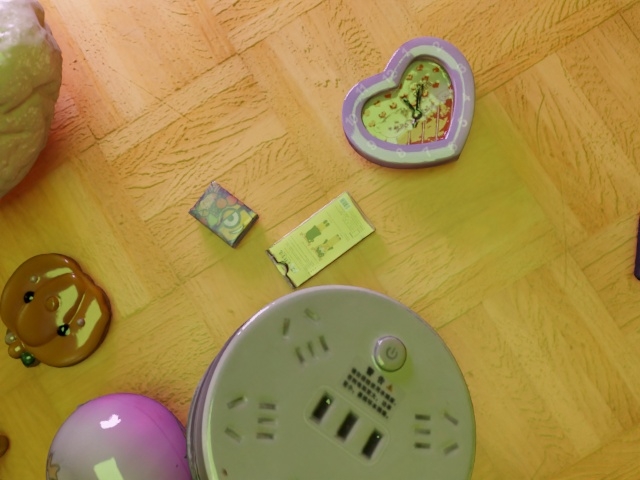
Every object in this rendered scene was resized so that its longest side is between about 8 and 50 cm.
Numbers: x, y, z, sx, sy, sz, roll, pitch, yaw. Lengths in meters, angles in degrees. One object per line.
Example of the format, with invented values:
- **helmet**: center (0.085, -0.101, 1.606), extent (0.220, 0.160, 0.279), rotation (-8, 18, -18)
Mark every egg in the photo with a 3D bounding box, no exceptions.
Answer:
- **egg**: center (-0.241, 0.332, 0.946), extent (0.196, 0.196, 0.272), rotation (-17, 93, 3)

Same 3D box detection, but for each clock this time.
- **clock**: center (0.137, -0.177, 1.028), extent (0.198, 0.064, 0.172), rotation (-41, 83, 0)

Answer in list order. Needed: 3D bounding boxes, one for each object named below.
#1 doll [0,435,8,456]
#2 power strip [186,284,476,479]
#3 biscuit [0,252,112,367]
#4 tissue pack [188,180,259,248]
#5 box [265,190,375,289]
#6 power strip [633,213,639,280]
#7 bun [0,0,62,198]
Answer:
- **doll**: center (-0.595, 0.316, 0.991), extent (0.269, 0.162, 0.167), rotation (-1, 61, 10)
- **power strip**: center (0.004, 0.241, 0.889), extent (0.357, 0.161, 0.358), rotation (5, 72, -15)
- **biscuit**: center (-0.393, 0.108, 1.048), extent (0.170, 0.050, 0.171), rotation (-1, 84, 5)
- **tissue pack**: center (-0.139, -0.037, 1.051), extent (0.083, 0.035, 0.063), rotation (39, 89, 9)
- **box**: center (0.000, 0.000, 1.044), extent (0.149, 0.020, 0.073), rotation (-36, 84, 0)
- **power strip**: center (0.563, 0.015, 0.975), extent (0.256, 0.070, 0.105), rotation (6, 85, 4)
- **bun**: center (-0.514, -0.205, 0.999), extent (0.348, 0.227, 0.353), rotation (-25, 81, 2)
